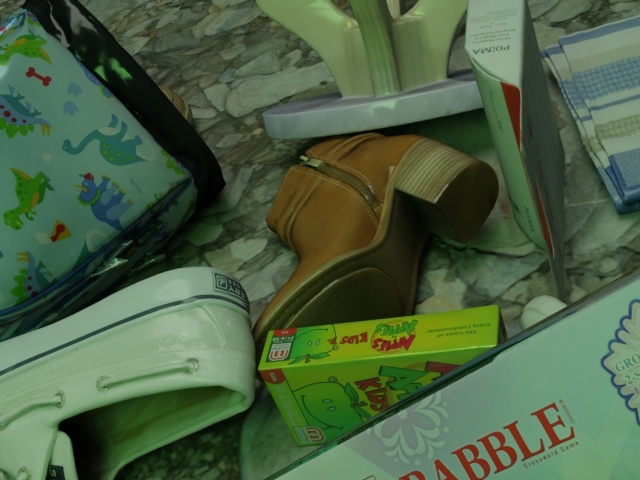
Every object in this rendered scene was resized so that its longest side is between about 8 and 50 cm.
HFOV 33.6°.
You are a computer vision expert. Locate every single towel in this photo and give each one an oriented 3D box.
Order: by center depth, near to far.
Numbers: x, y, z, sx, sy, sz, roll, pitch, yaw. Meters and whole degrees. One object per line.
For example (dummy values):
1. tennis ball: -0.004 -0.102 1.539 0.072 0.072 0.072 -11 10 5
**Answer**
1. towel: 0.341 -0.138 1.009 0.209 0.034 0.285 -15 39 7

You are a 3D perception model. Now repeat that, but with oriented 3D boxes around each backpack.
1. backpack: -0.298 -0.043 1.027 0.355 0.290 0.273 -42 9 -10

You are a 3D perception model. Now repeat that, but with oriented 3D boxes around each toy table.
1. toy table: 0.064 -0.205 1.083 0.274 0.160 0.252 -10 14 2

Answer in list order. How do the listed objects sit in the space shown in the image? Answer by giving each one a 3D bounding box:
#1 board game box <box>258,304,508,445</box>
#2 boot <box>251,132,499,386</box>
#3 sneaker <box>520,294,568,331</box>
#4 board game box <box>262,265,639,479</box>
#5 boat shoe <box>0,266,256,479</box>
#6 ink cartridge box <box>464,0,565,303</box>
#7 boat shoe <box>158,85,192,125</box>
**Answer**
1. board game box: 0.055 0.105 0.803 0.181 0.092 0.043 -8 38 19
2. boot: 0.000 0.000 0.961 0.283 0.109 0.220 -49 35 -15
3. sneaker: 0.177 0.122 0.742 0.094 0.080 0.212 -37 36 6
4. board game box: 0.128 0.068 0.528 0.318 0.066 0.319 -35 -11 35
5. boat shoe: -0.205 0.167 0.837 0.367 0.136 0.156 -25 53 12
6. ink cartridge box: 0.164 -0.073 0.888 0.066 0.189 0.232 -6 40 22
7. boat shoe: -0.286 -0.085 1.205 0.122 0.110 0.341 18 53 42
